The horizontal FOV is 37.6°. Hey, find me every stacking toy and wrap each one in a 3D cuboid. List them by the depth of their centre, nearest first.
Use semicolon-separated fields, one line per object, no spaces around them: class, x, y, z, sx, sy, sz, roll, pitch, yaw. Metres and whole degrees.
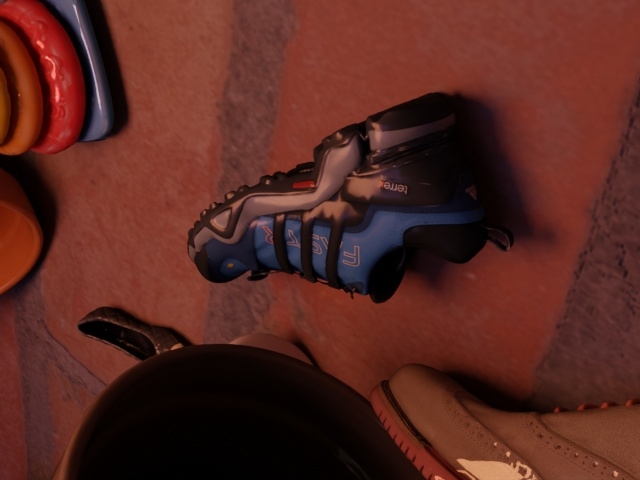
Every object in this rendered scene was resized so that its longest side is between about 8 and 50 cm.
stacking toy;-0.365;-0.138;0.905;0.175;0.302;0.165;3;110;43

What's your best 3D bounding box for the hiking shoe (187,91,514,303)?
hiking shoe;0.000;0.000;0.753;0.304;0.113;0.132;-26;89;47

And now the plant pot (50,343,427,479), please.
plant pot;-0.085;0.290;0.722;0.323;0.323;0.280;48;128;17

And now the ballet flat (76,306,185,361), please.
ballet flat;-0.205;0.119;1.054;0.173;0.049;0.057;17;120;38

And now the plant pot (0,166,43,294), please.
plant pot;-0.501;-0.050;1.119;0.291;0.291;0.203;-50;57;45

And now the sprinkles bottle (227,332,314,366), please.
sprinkles bottle;-0.137;0.212;0.978;0.355;0.121;0.121;-38;80;46

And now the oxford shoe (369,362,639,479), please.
oxford shoe;0.201;0.166;0.654;0.397;0.140;0.146;28;90;41
